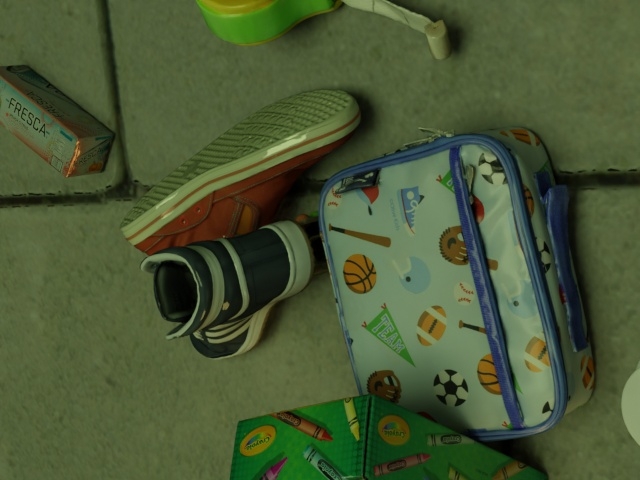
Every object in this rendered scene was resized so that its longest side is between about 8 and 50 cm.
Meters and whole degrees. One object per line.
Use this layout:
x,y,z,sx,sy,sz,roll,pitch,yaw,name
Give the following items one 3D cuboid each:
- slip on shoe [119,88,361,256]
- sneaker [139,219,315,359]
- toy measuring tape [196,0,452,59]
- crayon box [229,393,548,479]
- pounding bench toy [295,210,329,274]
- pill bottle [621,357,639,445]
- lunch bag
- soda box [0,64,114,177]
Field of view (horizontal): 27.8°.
-0.077,-0.061,1.391,0.331,0.123,0.101,-31,112,33,slip on shoe
-0.128,0.068,1.375,0.099,0.153,0.282,65,148,14,sneaker
-0.027,-0.229,1.295,0.330,0.121,0.121,32,117,30,toy measuring tape
0.071,0.233,1.215,0.165,0.278,0.081,-18,55,39,crayon box
0.000,0.000,1.365,0.083,0.052,0.065,-22,85,39,pounding bench toy
0.320,0.113,1.042,0.108,0.193,0.108,9,104,37,pill bottle
0.132,0.039,1.233,0.243,0.115,0.303,-12,92,37,lunch bag
-0.340,-0.149,1.597,0.183,0.063,0.058,37,119,26,soda box
